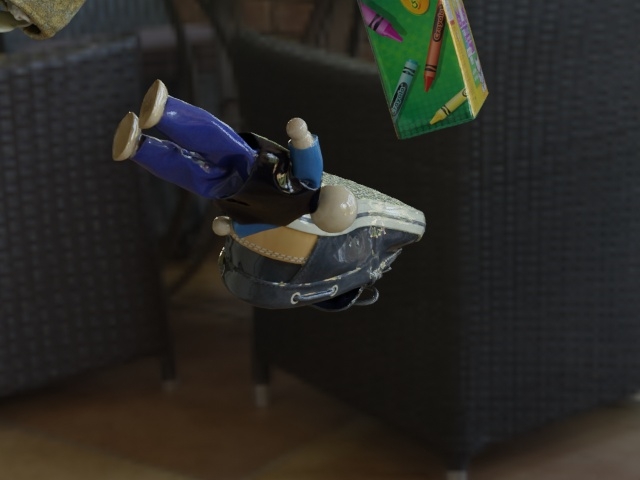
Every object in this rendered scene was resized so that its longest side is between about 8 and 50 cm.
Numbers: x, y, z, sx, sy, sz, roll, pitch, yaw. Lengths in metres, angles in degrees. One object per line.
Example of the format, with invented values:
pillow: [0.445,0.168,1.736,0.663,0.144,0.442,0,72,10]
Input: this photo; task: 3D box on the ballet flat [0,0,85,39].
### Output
ballet flat: [-0.320,-0.250,1.408,0.123,0.123,0.348,6,-5,25]

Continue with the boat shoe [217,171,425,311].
boat shoe: [0.000,0.000,2.044,0.186,0.156,0.500,21,9,16]

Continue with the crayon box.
crayon box: [0.108,-0.206,1.659,0.081,0.165,0.278,-16,7,11]

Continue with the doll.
doll: [-0.052,-0.051,1.184,0.189,0.129,0.046,26,40,-25]
